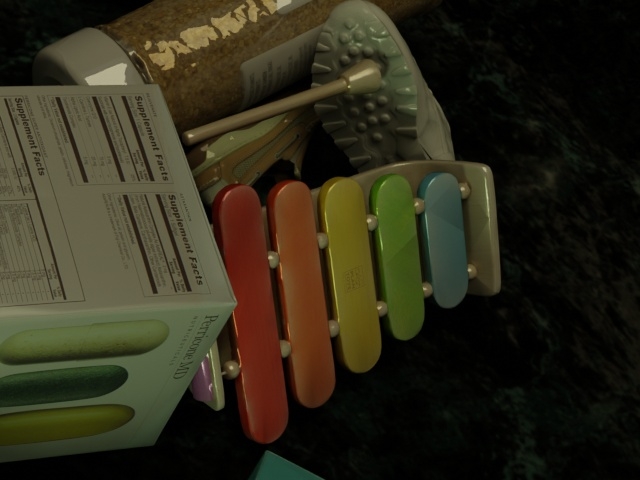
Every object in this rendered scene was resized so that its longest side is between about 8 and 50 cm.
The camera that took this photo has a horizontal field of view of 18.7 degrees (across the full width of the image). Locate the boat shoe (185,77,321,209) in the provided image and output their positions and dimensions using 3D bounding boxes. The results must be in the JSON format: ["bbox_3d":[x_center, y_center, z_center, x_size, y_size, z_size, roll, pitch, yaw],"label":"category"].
[{"bbox_3d":[-0.040,-0.077,1.646,0.190,0.068,0.072,-35,91,-35],"label":"boat shoe"}]

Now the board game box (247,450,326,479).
[{"bbox_3d":[0.026,0.311,1.280,0.254,0.079,0.336,27,30,-4],"label":"board game box"}]

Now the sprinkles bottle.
[{"bbox_3d":[-0.062,-0.175,1.613,0.355,0.121,0.121,-30,70,-25],"label":"sprinkles bottle"}]

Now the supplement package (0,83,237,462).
[{"bbox_3d":[-0.234,0.027,1.363,0.263,0.199,0.198,-4,56,-28],"label":"supplement package"}]

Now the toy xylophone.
[{"bbox_3d":[0.000,0.000,1.512,0.323,0.236,0.081,-29,27,-33],"label":"toy xylophone"}]

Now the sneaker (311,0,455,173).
[{"bbox_3d":[0.057,-0.115,1.633,0.090,0.235,0.095,-5,42,21],"label":"sneaker"}]
